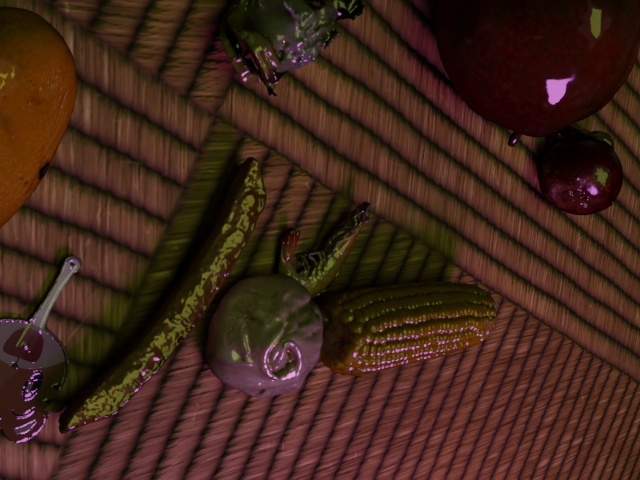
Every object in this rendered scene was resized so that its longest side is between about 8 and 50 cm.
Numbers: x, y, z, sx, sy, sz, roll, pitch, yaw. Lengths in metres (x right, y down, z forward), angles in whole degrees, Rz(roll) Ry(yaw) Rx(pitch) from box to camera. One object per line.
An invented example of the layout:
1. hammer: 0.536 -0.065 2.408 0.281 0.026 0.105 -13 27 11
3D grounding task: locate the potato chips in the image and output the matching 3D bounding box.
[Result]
1. potato chips: -0.180 0.077 1.118 0.080 0.057 0.407 42 73 -28

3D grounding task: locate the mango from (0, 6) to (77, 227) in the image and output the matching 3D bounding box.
1. mango: -0.351 -0.097 0.864 0.295 0.120 0.177 -55 140 -13

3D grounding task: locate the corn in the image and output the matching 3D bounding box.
1. corn: 0.137 0.129 1.379 0.344 0.131 0.131 -2 104 -43

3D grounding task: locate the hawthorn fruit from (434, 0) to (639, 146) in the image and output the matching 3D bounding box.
1. hawthorn fruit: 0.329 -0.299 1.318 0.308 0.308 0.325 -52 120 -19

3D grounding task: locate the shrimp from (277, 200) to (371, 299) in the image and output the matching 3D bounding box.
1. shrimp: -0.001 -0.001 1.278 0.124 0.034 0.178 36 87 -41

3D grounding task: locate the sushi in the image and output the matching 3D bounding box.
1. sushi: -0.016 -0.317 1.104 0.291 0.131 0.139 -47 131 -13

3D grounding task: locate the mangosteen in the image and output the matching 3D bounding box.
1. mangosteen: 0.480 -0.135 1.607 0.181 0.146 0.156 -48 127 -22

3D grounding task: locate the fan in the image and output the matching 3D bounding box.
1. fan: -0.336 0.117 1.017 0.152 0.008 0.226 34 80 -42

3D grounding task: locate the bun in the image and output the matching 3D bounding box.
1. bun: -0.062 0.133 1.208 0.183 0.102 0.183 -13 112 -35
